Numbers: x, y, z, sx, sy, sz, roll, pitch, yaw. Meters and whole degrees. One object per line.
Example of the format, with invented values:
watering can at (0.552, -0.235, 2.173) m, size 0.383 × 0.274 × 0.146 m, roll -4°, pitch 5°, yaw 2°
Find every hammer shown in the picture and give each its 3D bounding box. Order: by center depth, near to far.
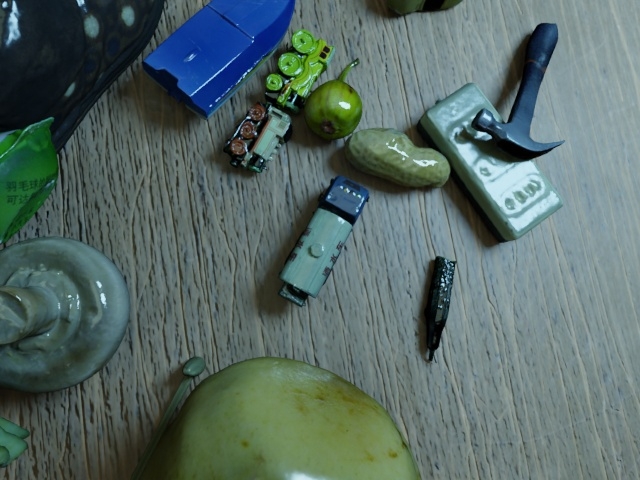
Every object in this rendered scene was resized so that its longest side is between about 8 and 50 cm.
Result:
hammer at (-0.223, 0.262, 0.617) m, size 0.028 × 0.060 × 0.195 m, roll 26°, pitch 86°, yaw -1°
hammer at (0.341, -0.248, 0.689) m, size 0.137 × 0.037 × 0.290 m, roll 31°, pitch 65°, yaw -7°

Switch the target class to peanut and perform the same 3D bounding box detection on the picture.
peanut at (0.123, -0.130, 0.678) m, size 0.174 × 0.080 × 0.080 m, roll 18°, pitch 82°, yaw -5°

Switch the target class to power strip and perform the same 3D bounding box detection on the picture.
power strip at (0.264, -0.128, 0.691) m, size 0.105 × 0.070 × 0.257 m, roll -34°, pitch 85°, yaw -9°

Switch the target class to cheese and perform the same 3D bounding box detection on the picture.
cheese at (-0.432, -0.027, 0.544) m, size 0.083 × 0.204 × 0.320 m, roll 39°, pitch 105°, yaw -21°

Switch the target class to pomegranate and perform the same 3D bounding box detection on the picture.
pomegranate at (-0.046, 0.304, 0.495) m, size 0.332 × 0.332 × 0.333 m, roll 0°, pitch 83°, yaw -4°

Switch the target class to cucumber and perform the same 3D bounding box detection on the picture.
cucumber at (0.182, 0.106, 0.673) m, size 0.038 × 0.043 × 0.163 m, roll 8°, pitch 78°, yaw 35°

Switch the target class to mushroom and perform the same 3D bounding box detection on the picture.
mushroom at (-0.359, 0.093, 0.546) m, size 0.207 × 0.215 × 0.208 m, roll 1°, pitch 83°, yaw -10°

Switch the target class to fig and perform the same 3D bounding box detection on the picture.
fig at (0.037, -0.222, 0.696) m, size 0.093 × 0.093 × 0.166 m, roll 35°, pitch 44°, yaw 1°

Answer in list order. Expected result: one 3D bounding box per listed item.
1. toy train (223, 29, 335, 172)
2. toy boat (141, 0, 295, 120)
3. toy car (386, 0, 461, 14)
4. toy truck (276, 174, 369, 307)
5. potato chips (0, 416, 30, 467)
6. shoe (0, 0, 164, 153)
toy train at (-0.065, -0.218, 0.688) m, size 0.085 × 0.053 × 0.250 m, roll 30°, pitch 82°, yaw -5°
toy boat at (-0.135, -0.324, 0.686) m, size 0.129 × 0.088 × 0.295 m, roll 37°, pitch 71°, yaw 2°
toy car at (0.225, -0.470, 0.716) m, size 0.124 × 0.101 × 0.257 m, roll 40°, pitch 81°, yaw -2°
toy truck at (0.000, 0.000, 0.646) m, size 0.074 × 0.088 × 0.202 m, roll 29°, pitch 81°, yaw 1°
potato chips at (-0.496, 0.099, 0.473) m, size 0.373 × 0.097 × 0.389 m, roll -1°, pitch 118°, yaw 33°
shoe at (-0.379, -0.298, 0.582) m, size 0.171 × 0.237 × 0.384 m, roll 33°, pitch 82°, yaw 1°
